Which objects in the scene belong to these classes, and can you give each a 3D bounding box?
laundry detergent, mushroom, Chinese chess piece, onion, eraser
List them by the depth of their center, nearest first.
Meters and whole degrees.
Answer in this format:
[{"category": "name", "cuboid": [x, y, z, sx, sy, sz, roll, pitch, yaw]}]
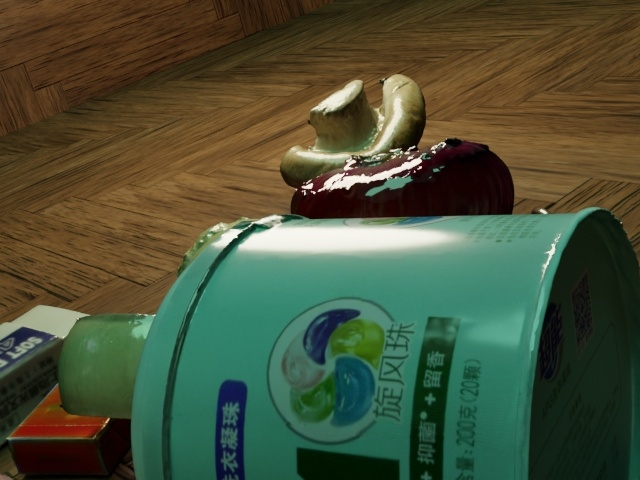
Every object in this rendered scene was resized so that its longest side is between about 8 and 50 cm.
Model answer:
[{"category": "laundry detergent", "cuboid": [0.045, 0.123, 0.655, 0.305, 0.287, 0.287, -1, 26, 31]}, {"category": "Chinese chess piece", "cuboid": [-0.132, 0.124, 0.883, 0.238, 0.092, 0.238, 3, -10, 1]}, {"category": "onion", "cuboid": [0.089, -0.029, 0.973, 0.248, 0.161, 0.248, -30, 2, 1]}, {"category": "eraser", "cuboid": [-0.388, 0.175, 1.083, 0.124, 0.081, 0.279, 5, 30, 40]}, {"category": "mushroom", "cuboid": [0.082, -0.157, 1.497, 0.286, 0.156, 0.151, -39, 42, -21]}]

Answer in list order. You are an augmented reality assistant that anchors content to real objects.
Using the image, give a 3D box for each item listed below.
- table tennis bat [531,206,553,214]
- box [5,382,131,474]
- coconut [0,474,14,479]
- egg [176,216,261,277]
[{"category": "table tennis bat", "cuboid": [0.308, -0.029, 1.059, 0.119, 0.107, 0.170, -41, 1, 1]}, {"category": "box", "cuboid": [-0.240, 0.181, 1.016, 0.112, 0.048, 0.175, -4, 24, 21]}, {"category": "coconut", "cuboid": [-0.265, 0.258, 0.619, 0.233, 0.233, 0.245, -34, 19, -37]}, {"category": "egg", "cuboid": [-0.078, 0.056, 1.067, 0.164, 0.164, 0.201, -33, 16, -36]}]
